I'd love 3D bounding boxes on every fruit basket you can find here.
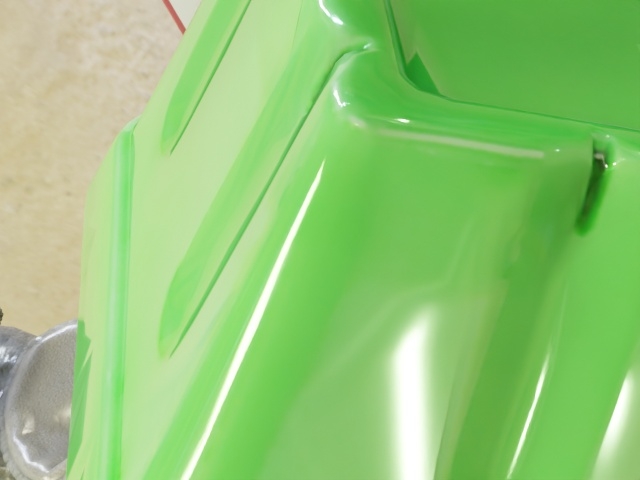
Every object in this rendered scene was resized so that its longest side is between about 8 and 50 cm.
[{"bbox_3d":[0.095,0.093,0.515,0.392,0.392,0.283,-20,38,10],"label":"fruit basket"}]

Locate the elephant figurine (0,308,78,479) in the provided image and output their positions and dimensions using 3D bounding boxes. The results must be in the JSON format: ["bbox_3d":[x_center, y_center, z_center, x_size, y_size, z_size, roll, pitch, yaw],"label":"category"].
[{"bbox_3d":[-0.096,0.092,0.738,0.239,0.169,0.186,-3,88,26],"label":"elephant figurine"}]

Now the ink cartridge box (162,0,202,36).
[{"bbox_3d":[-0.011,-0.207,0.824,0.127,0.176,0.128,-19,109,41],"label":"ink cartridge box"}]
